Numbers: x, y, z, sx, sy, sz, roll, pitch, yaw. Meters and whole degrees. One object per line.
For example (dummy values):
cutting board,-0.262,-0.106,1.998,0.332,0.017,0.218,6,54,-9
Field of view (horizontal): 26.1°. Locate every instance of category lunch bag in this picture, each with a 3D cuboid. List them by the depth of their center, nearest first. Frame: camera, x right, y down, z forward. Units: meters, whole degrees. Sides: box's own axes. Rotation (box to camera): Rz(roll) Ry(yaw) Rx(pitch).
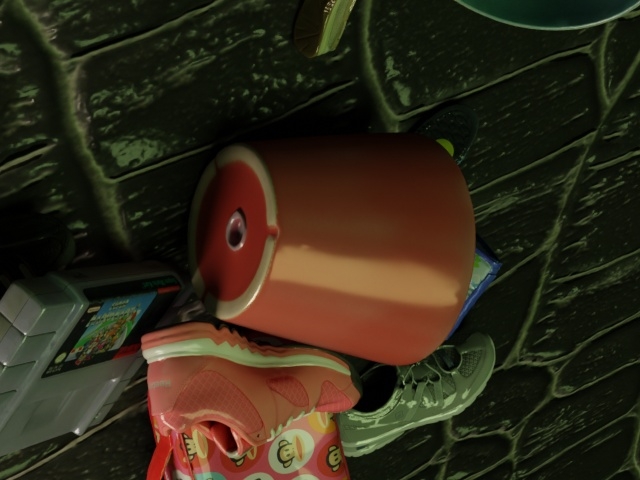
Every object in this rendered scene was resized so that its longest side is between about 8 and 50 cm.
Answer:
lunch bag,-0.102,0.273,1.762,0.258,0.120,0.293,-23,117,-28
lunch bag,0.153,0.036,1.806,0.096,0.151,0.129,12,117,-49

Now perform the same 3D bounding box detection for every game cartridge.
game cartridge,-0.269,0.127,1.465,0.230,0.068,0.355,-50,167,14

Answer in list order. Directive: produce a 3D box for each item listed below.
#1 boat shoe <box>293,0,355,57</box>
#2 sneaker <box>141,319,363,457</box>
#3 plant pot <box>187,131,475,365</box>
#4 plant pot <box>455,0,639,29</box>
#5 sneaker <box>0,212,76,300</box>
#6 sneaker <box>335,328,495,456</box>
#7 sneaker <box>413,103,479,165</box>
boat shoe,0.018,-0.265,1.472,0.048,0.056,0.153,-19,139,-44
sneaker,-0.079,0.186,1.582,0.313,0.136,0.116,17,155,-41
plant pot,0.000,0.000,1.554,0.243,0.275,0.275,6,121,-34
plant pot,0.235,-0.388,1.411,0.290,0.290,0.195,73,32,-50
sneaker,-0.360,0.091,1.443,0.281,0.106,0.162,-38,157,-6
sneaker,0.135,0.208,1.992,0.281,0.105,0.115,-31,142,-16
sneaker,0.127,-0.082,1.752,0.209,0.069,0.082,-57,175,3
